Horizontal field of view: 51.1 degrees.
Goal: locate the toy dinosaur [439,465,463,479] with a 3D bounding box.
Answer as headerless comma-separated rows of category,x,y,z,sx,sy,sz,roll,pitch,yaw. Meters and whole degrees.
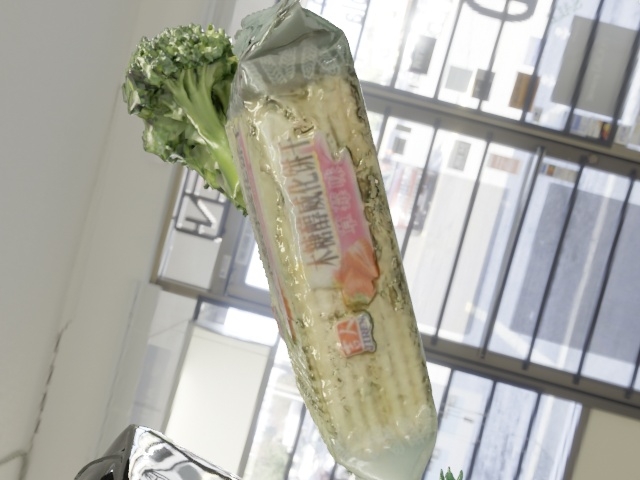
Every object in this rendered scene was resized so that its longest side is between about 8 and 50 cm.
toy dinosaur,0.190,0.462,0.987,0.292,0.079,0.120,-78,-11,-51

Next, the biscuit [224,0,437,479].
biscuit,-0.001,-0.001,0.438,0.186,0.079,0.309,-159,54,-74

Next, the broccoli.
broccoli,-0.100,-0.174,0.969,0.249,0.302,0.375,-54,-51,-8

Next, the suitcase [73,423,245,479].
suitcase,-0.080,0.315,0.525,0.188,0.339,0.345,-54,13,0

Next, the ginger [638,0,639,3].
ginger,0.348,-0.300,0.436,0.166,0.236,0.375,-38,-4,-26
